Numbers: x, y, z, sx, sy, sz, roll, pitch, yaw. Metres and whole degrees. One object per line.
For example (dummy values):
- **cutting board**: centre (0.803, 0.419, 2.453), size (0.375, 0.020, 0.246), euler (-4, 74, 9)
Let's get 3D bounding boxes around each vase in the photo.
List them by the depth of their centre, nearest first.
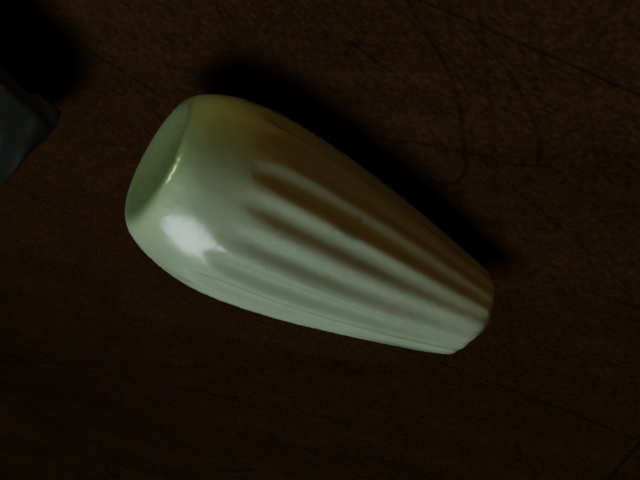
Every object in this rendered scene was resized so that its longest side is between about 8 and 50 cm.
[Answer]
- **vase**: centre (0.000, 0.000, 1.169), size (0.248, 0.128, 0.128), euler (26, 160, -20)

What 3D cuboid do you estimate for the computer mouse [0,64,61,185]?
- **computer mouse**: centre (-0.324, -0.109, 1.310), size (0.374, 0.114, 0.203), euler (-13, 132, 48)
